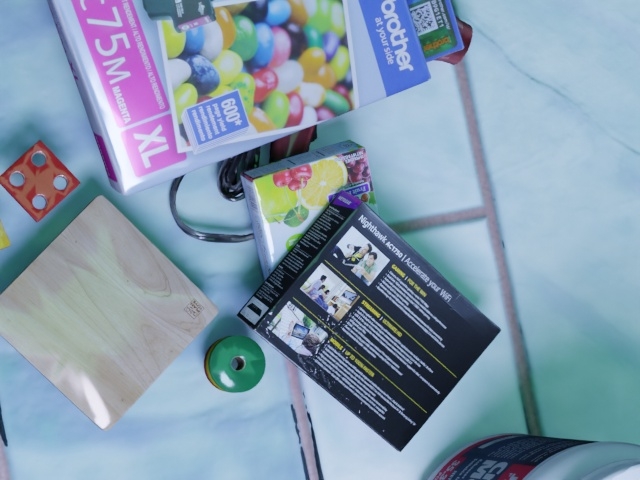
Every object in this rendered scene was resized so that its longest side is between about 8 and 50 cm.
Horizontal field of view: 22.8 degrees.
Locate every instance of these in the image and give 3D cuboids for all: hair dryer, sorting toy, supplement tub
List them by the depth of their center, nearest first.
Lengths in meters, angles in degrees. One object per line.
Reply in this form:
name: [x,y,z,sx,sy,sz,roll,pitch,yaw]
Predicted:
supplement tub: [0.193,0.248,1.221,0.191,0.272,0.191,2,85,-17]
sorting toy: [-0.180,0.051,1.242,0.274,0.046,0.132,45,75,-9]
hair dryer: [-0.012,-0.142,1.311,0.294,0.080,0.223,-21,107,-12]

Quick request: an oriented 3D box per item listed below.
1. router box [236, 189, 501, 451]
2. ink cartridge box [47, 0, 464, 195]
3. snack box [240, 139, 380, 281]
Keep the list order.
router box: [0.042,0.067,1.274,0.179,0.046,0.133,42,86,-27]
ink cartridge box: [-0.042,-0.175,1.220,0.311,0.065,0.185,-22,107,-13]
snack box: [0.000,0.000,1.287,0.100,0.037,0.141,-17,108,-16]
